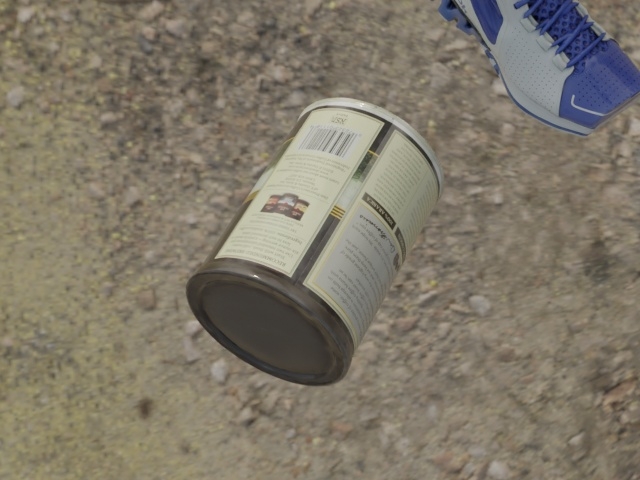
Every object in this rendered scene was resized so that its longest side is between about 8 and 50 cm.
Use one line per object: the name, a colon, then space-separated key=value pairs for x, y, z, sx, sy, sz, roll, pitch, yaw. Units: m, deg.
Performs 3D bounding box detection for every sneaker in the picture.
sneaker: x=0.247 y=-0.276 z=1.318 sx=0.127 sy=0.182 sz=0.315 roll=-38 pitch=70 yaw=-14

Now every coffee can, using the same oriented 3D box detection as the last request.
coffee can: x=0.000 y=0.000 z=1.297 sx=0.202 sy=0.201 sz=0.275 roll=14 pitch=55 yaw=27
